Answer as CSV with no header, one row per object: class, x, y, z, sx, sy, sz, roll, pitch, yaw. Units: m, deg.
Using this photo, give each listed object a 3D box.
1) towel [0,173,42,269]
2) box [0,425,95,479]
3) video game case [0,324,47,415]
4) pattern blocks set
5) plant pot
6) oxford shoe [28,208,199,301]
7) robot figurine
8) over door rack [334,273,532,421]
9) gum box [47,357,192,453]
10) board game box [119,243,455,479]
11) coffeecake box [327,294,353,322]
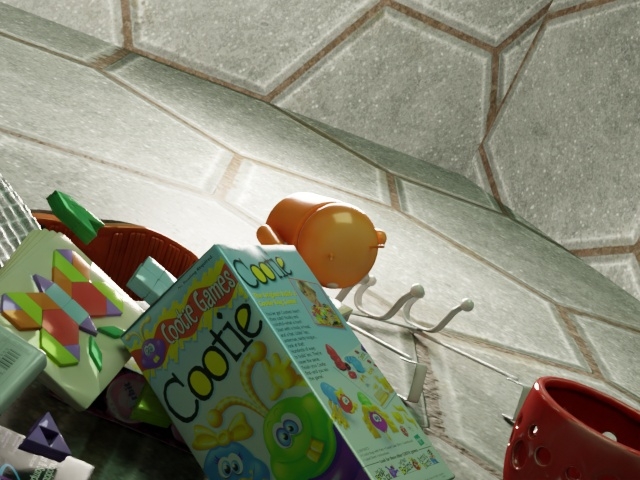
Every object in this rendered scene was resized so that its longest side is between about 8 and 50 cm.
towel,-0.404,-0.039,1.218,0.283,0.121,0.235,57,18,2
box,-0.269,0.186,1.015,0.162,0.029,0.116,26,13,-8
video game case,-0.335,0.112,0.943,0.173,0.022,0.190,29,54,14
pattern blocks set,-0.238,0.069,1.149,0.285,0.026,0.324,37,29,-19
plant pot,0.293,0.272,1.422,0.191,0.174,0.191,25,13,-6
oxford shoe,-0.277,0.007,1.567,0.271,0.096,0.098,17,10,-33
robot figurine,-0.002,0.001,1.792,0.158,0.128,0.219,36,-9,-29
over door rack,0.148,0.132,1.849,0.240,0.108,0.324,15,17,-37
gum box,-0.180,0.144,1.271,0.188,0.062,0.107,24,13,-8
board game box,-0.032,0.153,1.146,0.275,0.142,0.144,55,23,19
coffeecake box,-0.067,0.086,1.703,0.186,0.068,0.142,28,13,13
